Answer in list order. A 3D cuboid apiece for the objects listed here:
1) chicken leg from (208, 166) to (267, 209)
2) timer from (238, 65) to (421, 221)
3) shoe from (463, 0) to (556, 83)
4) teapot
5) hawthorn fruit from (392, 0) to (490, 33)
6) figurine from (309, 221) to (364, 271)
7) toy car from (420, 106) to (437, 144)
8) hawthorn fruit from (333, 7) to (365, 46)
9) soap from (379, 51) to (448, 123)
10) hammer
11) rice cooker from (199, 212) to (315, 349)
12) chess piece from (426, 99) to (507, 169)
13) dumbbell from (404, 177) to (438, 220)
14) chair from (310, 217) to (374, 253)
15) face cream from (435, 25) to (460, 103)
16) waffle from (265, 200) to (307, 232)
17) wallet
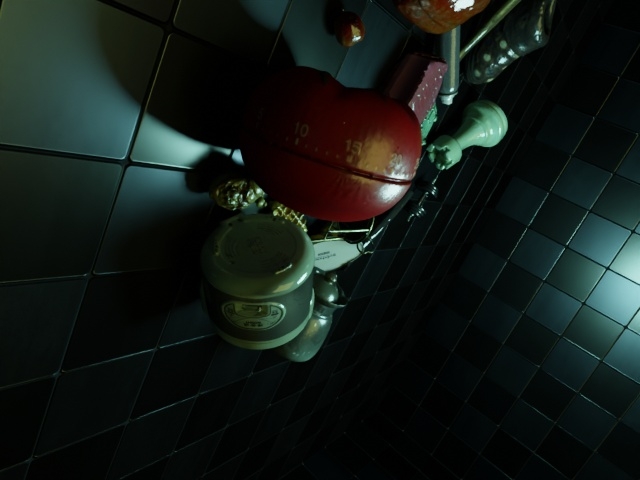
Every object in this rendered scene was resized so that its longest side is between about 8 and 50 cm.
[{"bbox_3d":[-0.159,-0.125,1.111,0.228,0.103,0.088,-20,121,-53],"label":"chicken leg"},{"bbox_3d":[0.019,-0.198,1.011,0.378,0.378,0.278,-9,121,-54],"label":"timer"},{"bbox_3d":[0.644,-0.694,1.608,0.171,0.237,0.383,-25,138,-40],"label":"shoe"},{"bbox_3d":[-0.071,0.181,1.475,0.285,0.305,0.223,-52,-176,18],"label":"teapot"},{"bbox_3d":[0.280,-0.621,1.127,0.262,0.258,0.258,-18,138,-23],"label":"hawthorn fruit"},{"bbox_3d":[0.000,0.000,1.526,0.250,0.140,0.166,-7,145,-9],"label":"figurine"},{"bbox_3d":[0.351,-0.404,1.656,0.186,0.058,0.093,-62,154,-13],"label":"toy car"},{"bbox_3d":[0.065,-0.487,1.104,0.077,0.077,0.077,-38,148,-30],"label":"hawthorn fruit"},{"bbox_3d":[0.266,-0.434,1.439,0.289,0.112,0.182,-57,155,1],"label":"soap"},{"bbox_3d":[0.528,-0.675,1.491,0.440,0.044,0.168,-44,157,29],"label":"hammer"},{"bbox_3d":[-0.156,0.105,1.187,0.288,0.288,0.276,-34,146,-35],"label":"rice cooker"},{"bbox_3d":[0.563,-0.402,1.877,0.299,0.195,0.194,-36,147,-18],"label":"chess piece"},{"bbox_3d":[0.412,-0.168,1.963,0.208,0.099,0.099,-56,152,0],"label":"dumbbell"},{"bbox_3d":[0.086,-0.061,1.333,0.326,0.170,0.159,6,74,-41],"label":"chair"},{"bbox_3d":[0.386,-0.557,1.460,0.073,0.073,0.283,-36,132,-33],"label":"face cream"},{"bbox_3d":[-0.089,-0.070,1.338,0.161,0.046,0.191,-25,137,-40],"label":"waffle"},{"bbox_3d":[0.174,-0.032,1.698,0.377,0.051,0.197,-47,-175,-19],"label":"wallet"}]
